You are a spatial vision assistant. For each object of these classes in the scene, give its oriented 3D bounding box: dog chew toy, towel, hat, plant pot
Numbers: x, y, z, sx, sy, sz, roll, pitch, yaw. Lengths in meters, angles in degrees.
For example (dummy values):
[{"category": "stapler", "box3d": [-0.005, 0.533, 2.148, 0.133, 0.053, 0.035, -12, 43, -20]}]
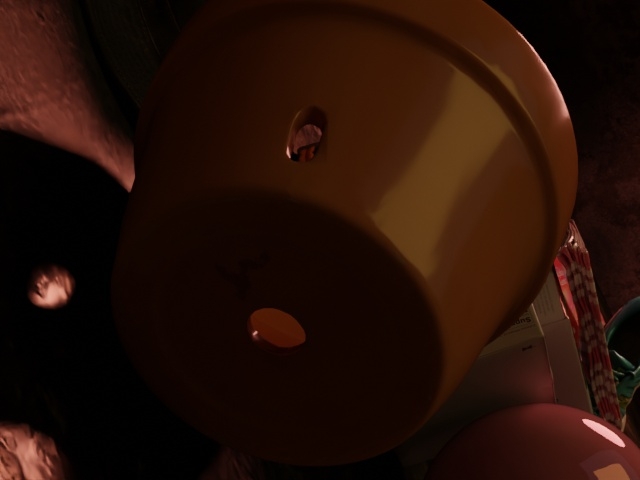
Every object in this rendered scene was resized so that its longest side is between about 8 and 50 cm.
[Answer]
[{"category": "dog chew toy", "box3d": [0.174, 0.284, 1.100, 0.207, 0.206, 0.332, 54, 25, -31]}, {"category": "towel", "box3d": [0.264, 0.081, 1.437, 0.144, 0.029, 0.197, -69, 146, -76]}, {"category": "hat", "box3d": [-0.059, -0.157, 1.183, 0.331, 0.134, 0.331, 57, 15, -24]}, {"category": "plant pot", "box3d": [0.000, 0.000, 0.880, 0.291, 0.290, 0.203, 57, 32, -23]}]

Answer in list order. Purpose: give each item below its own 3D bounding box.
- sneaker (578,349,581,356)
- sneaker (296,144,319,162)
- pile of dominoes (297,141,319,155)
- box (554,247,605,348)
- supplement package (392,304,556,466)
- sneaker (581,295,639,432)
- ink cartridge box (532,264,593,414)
[{"category": "sneaker", "box3d": [0.277, 0.044, 2.066, 0.302, 0.108, 0.121, 60, 13, 23]}, {"category": "sneaker", "box3d": [0.056, -0.002, 1.393, 0.221, 0.087, 0.083, 63, 15, -2]}, {"category": "pile of dominoes", "box3d": [0.100, -0.107, 1.504, 0.251, 0.196, 0.040, 28, 48, -66]}, {"category": "box", "box3d": [0.268, 0.085, 1.863, 0.154, 0.142, 0.300, 66, 15, 6]}, {"category": "supplement package", "box3d": [0.096, 0.054, 1.225, 0.194, 0.149, 0.203, 66, 7, -60]}, {"category": "sneaker", "box3d": [0.366, 0.188, 1.869, 0.107, 0.275, 0.110, 25, -21, 14]}, {"category": "ink cartridge box", "box3d": [0.200, 0.111, 1.503, 0.309, 0.130, 0.272, -92, 166, -57]}]
